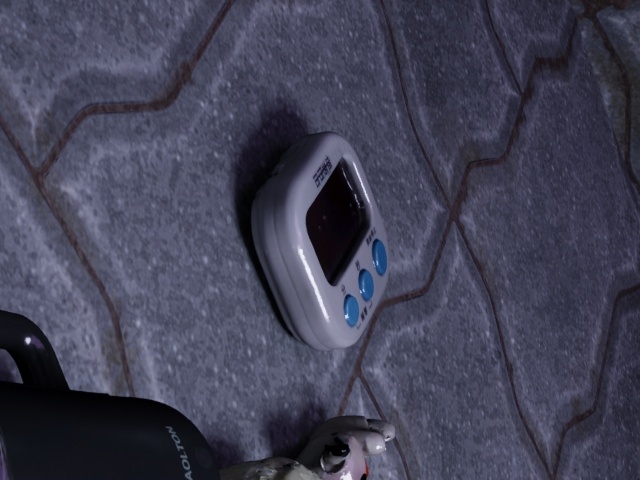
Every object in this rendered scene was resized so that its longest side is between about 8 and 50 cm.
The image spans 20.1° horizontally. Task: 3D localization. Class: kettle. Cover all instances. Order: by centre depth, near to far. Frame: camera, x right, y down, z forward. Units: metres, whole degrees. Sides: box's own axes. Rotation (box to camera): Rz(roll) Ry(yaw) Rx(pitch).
[{"bbox_3d":[-0.245,0.189,1.549,0.308,0.203,0.262,22,72,-59],"label":"kettle"}]

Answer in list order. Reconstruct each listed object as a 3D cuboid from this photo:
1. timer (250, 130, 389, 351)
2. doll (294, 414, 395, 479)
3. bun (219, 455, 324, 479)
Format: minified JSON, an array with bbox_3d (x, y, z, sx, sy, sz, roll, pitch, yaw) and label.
[{"bbox_3d":[0.001,0.000,2.287,0.237,0.087,0.262,67,27,-21],"label":"timer"},{"bbox_3d":[0.018,0.273,2.173,0.095,0.149,0.192,33,21,4],"label":"doll"},{"bbox_3d":[-0.046,0.345,1.965,0.239,0.141,0.239,37,45,-49],"label":"bun"}]
